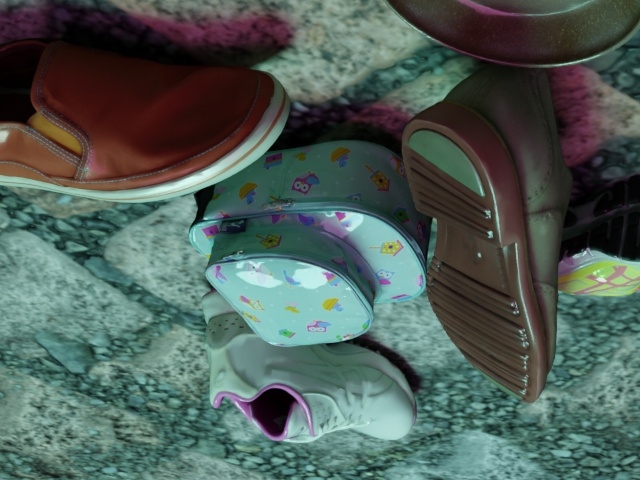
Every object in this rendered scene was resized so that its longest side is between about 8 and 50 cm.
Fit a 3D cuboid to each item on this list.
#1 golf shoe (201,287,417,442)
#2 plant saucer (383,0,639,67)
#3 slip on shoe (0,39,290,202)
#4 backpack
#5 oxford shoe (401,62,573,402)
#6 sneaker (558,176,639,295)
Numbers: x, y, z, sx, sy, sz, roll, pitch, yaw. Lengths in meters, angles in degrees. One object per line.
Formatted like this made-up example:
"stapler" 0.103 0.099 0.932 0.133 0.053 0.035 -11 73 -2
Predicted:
"golf shoe" -0.014 0.157 1.630 0.115 0.140 0.306 -21 140 36
"plant saucer" 0.130 -0.191 1.104 0.199 0.036 0.198 13 152 7
"slip on shoe" -0.187 -0.103 1.268 0.331 0.123 0.101 3 145 17
"backpack" 0.000 0.000 1.369 0.188 0.144 0.166 -15 137 22
"oxford shoe" 0.163 0.000 1.305 0.123 0.130 0.348 31 152 31
"sneaker" 0.266 0.005 1.381 0.208 0.081 0.094 -9 147 45
